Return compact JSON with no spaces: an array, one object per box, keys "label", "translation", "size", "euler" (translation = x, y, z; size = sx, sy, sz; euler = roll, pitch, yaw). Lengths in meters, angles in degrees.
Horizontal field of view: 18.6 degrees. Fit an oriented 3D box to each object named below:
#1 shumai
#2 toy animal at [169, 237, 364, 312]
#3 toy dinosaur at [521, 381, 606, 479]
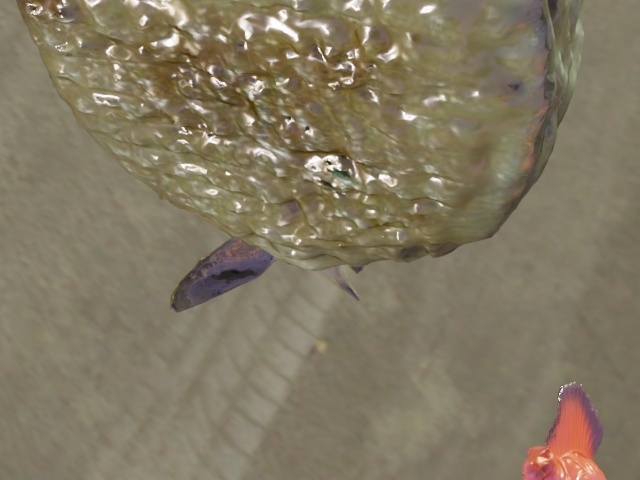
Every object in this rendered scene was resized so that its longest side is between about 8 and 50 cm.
[{"label":"shumai","translation":[0.025,-0.196,1.146],"size":[0.397,0.324,0.323],"euler":[89,26,-53]},{"label":"toy animal","translation":[0.000,0.000,1.379],"size":[0.219,0.095,0.155],"euler":[-50,119,-18]},{"label":"toy dinosaur","translation":[0.246,0.205,1.808],"size":[0.286,0.070,0.139],"euler":[22,61,-59]}]
